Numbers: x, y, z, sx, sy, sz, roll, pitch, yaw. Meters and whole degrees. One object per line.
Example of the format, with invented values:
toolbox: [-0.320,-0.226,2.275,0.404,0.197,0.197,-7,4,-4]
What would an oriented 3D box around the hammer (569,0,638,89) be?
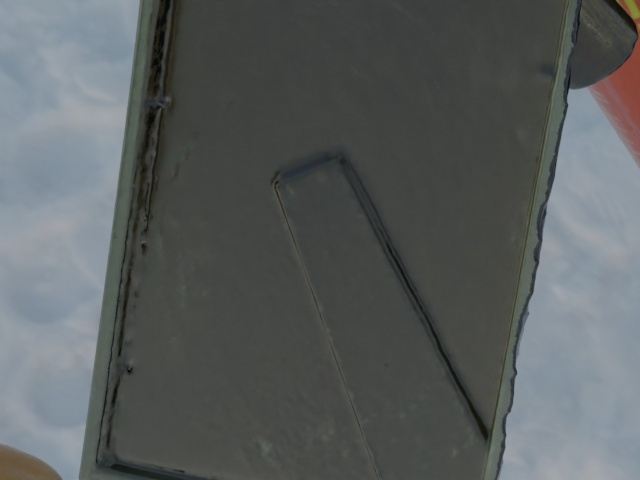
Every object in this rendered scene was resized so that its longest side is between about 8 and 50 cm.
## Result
hammer: [0.006,-0.205,0.741,0.168,0.440,0.044,-24,43,32]

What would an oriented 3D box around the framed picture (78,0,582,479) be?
framed picture: [0.000,0.000,0.768,0.192,0.018,0.265,11,102,10]

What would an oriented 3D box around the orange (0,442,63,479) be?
orange: [-0.216,0.195,1.101,0.136,0.159,0.159,-16,70,-10]

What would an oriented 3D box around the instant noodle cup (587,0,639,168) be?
instant noodle cup: [0.226,-0.102,0.988,0.193,0.212,0.193,-25,26,13]
